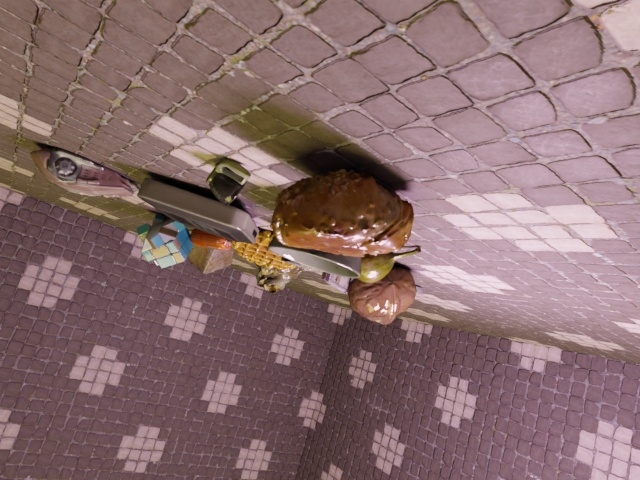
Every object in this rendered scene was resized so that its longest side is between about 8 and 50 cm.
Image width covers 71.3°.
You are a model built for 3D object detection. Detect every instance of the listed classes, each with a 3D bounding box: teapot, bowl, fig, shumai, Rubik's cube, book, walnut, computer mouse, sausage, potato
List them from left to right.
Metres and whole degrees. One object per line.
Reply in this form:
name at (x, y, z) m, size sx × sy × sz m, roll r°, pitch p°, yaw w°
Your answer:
computer mouse at (-0.810, -0.207, 1.566) m, size 0.388 × 0.115 × 0.199 m, roll 23°, pitch 170°, yaw -25°
Rubik's cube at (-0.736, -0.013, 2.132) m, size 0.224 × 0.265 × 0.213 m, roll -19°, pitch 117°, yaw 11°
potato at (-0.569, 0.026, 2.358) m, size 0.189 × 0.211 × 0.264 m, roll 49°, pitch 133°, yaw 17°
sausage at (-0.493, -0.005, 2.074) m, size 0.312 × 0.093 × 0.092 m, roll 7°, pitch 165°, yaw 46°
teapot at (-0.234, -0.158, 1.128) m, size 0.090 × 0.124 × 0.092 m, roll 37°, pitch -157°, yaw -19°
shumai at (-0.203, 0.143, 2.109) m, size 0.255 × 0.219 × 0.189 m, roll 28°, pitch 169°, yaw -33°
bowl at (0.000, 0.000, 1.324) m, size 0.288 × 0.146 × 0.289 m, roll 17°, pitch 170°, yaw 3°
book at (0.074, 0.092, 1.611) m, size 0.026 × 0.158 × 0.231 m, roll 9°, pitch 166°, yaw 26°
walnut at (0.235, 0.200, 1.723) m, size 0.272 × 0.227 × 0.273 m, roll 16°, pitch 163°, yaw 5°
fig at (0.210, 0.052, 1.424) m, size 0.245 × 0.150 × 0.149 m, roll -13°, pitch 155°, yaw 27°

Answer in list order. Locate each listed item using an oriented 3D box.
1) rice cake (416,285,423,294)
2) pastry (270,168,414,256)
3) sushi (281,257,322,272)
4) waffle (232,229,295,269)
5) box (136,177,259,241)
rice cake at (0.345, 0.197, 2.005) m, size 0.236 × 0.043 × 0.127 m, roll 21°, pitch 166°, yaw -23°
pastry at (0.047, -0.059, 0.948) m, size 0.310 × 0.162 × 0.254 m, roll 14°, pitch 162°, yaw -42°
sushi at (-0.042, 0.041, 1.612) m, size 0.124 × 0.127 × 0.225 m, roll 6°, pitch 172°, yaw 38°
waffle at (-0.225, 0.046, 1.881) m, size 0.328 × 0.062 × 0.329 m, roll 10°, pitch 152°, yaw 5°
box at (-0.415, -0.087, 1.573) m, size 0.372 × 0.091 × 0.367 m, roll 18°, pitch 171°, yaw 2°
